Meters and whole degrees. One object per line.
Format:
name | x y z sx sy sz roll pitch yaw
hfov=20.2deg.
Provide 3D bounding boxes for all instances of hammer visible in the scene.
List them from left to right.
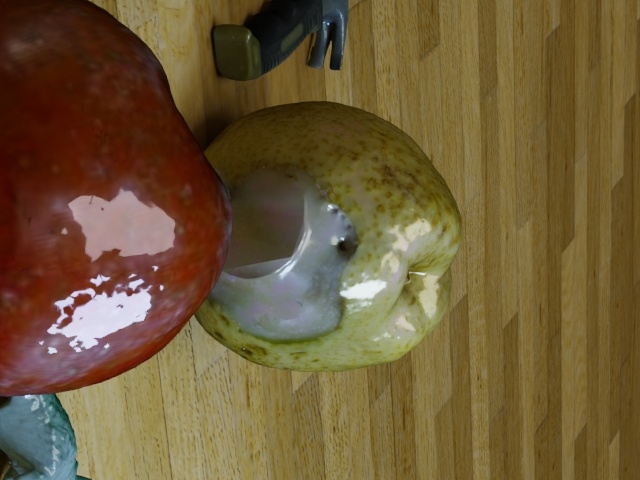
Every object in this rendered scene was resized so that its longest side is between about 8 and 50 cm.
hammer | -0.034 -0.215 1.770 0.226 0.041 0.159 -47 137 -51

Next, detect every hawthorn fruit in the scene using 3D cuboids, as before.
hawthorn fruit | -0.197 -0.034 1.218 0.284 0.284 0.284 -33 128 -58

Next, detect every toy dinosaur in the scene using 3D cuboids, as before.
toy dinosaur | -0.249 0.139 1.400 0.129 0.076 0.383 -66 155 -43

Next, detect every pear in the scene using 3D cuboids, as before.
pear | 0.000 0.000 1.673 0.271 0.271 0.271 -33 128 -58
